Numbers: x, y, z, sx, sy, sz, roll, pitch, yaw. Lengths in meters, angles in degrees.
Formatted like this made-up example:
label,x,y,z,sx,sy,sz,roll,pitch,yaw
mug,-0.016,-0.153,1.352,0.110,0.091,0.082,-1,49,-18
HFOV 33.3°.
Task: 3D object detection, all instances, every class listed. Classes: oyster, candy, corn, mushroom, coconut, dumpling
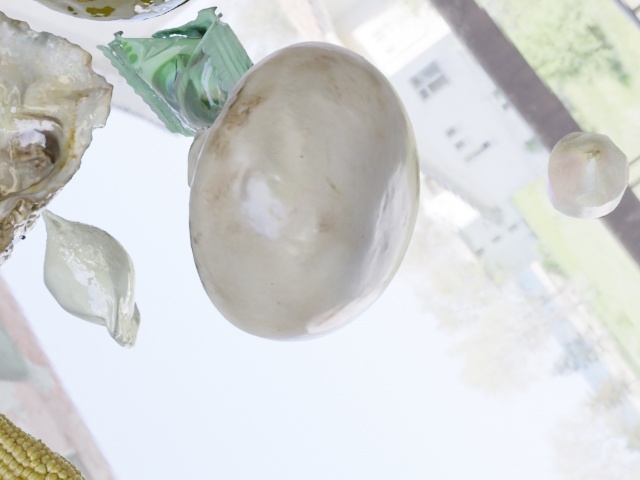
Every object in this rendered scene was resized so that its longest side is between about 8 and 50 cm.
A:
label,x,y,z,sx,sy,sz,roll,pitch,yaw
oyster,-0.261,-0.070,0.840,0.162,0.107,0.232,21,-118,-29
candy,-0.250,-0.291,2.019,0.398,0.172,0.263,3,131,45
corn,-0.422,0.269,1.359,0.293,0.106,0.106,33,-175,7
mushroom,-0.042,-0.060,1.297,0.295,0.362,0.362,13,169,24
coconut,0.522,-0.135,2.098,0.171,0.171,0.183,57,170,25
dumpling,-0.324,0.048,1.532,0.216,0.126,0.166,30,177,10

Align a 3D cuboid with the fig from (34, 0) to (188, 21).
label,x,y,z,sx,sy,sz,roll,pitch,yaw
fig,-0.237,-0.427,1.272,0.343,0.343,0.343,53,-173,-9
